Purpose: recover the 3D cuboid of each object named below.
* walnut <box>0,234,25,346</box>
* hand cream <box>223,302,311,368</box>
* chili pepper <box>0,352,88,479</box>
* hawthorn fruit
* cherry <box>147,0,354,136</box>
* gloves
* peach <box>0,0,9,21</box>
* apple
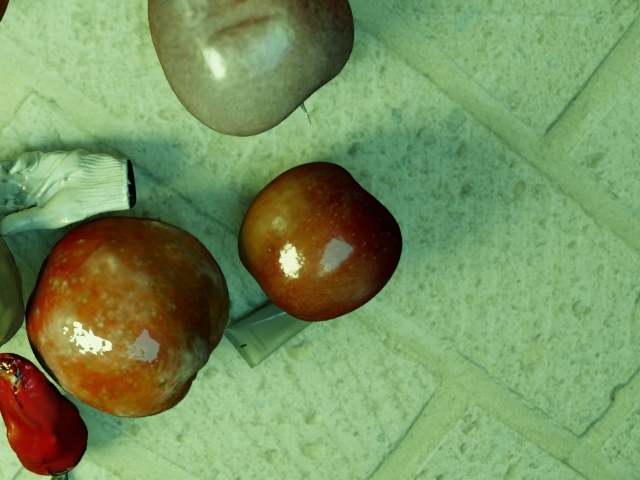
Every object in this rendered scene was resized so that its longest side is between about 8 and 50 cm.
[{"bbox_3d":[-0.513,0.066,1.780,0.273,0.227,0.273,2,99,14],"label":"walnut"},{"bbox_3d":[-0.048,0.110,2.080,0.186,0.054,0.087,-34,123,2],"label":"hand cream"},{"bbox_3d":[-0.381,0.245,1.911,0.110,0.110,0.387,-24,156,-11],"label":"chili pepper"},{"bbox_3d":[-0.250,0.097,1.873,0.284,0.284,0.284,-7,112,-18],"label":"hawthorn fruit"},{"bbox_3d":[-0.094,-0.278,1.820,0.261,0.221,0.307,-39,100,-4],"label":"cherry"},{"bbox_3d":[-0.356,-0.065,1.863,0.229,0.097,0.119,-1,71,-19],"label":"gloves"},{"bbox_3d":[-0.497,-0.329,1.634,0.280,0.238,0.281,0,113,1],"label":"peach"},{"bbox_3d":[0.000,0.000,1.958,0.201,0.218,0.218,-43,119,9],"label":"apple"}]
